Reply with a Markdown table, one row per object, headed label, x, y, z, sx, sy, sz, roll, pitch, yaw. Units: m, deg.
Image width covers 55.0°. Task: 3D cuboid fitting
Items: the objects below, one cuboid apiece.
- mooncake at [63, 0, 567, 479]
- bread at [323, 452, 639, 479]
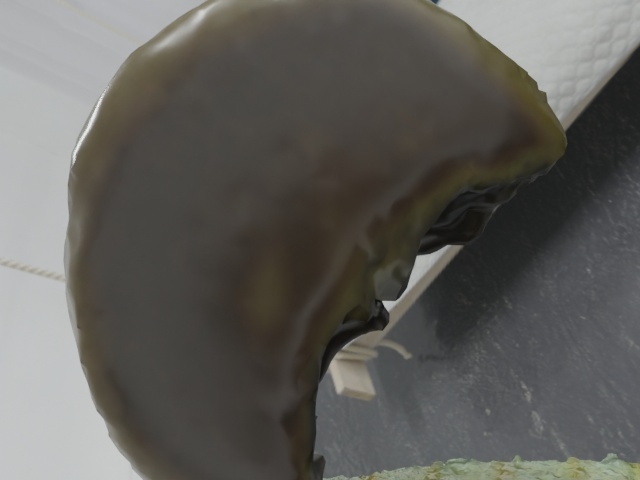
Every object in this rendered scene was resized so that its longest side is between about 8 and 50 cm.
| label | x | y | z | sx | sy | sz | roll | pitch | yaw |
| --- | --- | --- | --- | --- | --- | --- | --- | --- | --- |
| mooncake | 0.000 | 0.000 | 0.509 | 0.246 | 0.395 | 0.392 | -168 | 70 | -67 |
| bread | 0.170 | 0.381 | 0.623 | 0.396 | 0.239 | 0.263 | -9 | 92 | 14 |
